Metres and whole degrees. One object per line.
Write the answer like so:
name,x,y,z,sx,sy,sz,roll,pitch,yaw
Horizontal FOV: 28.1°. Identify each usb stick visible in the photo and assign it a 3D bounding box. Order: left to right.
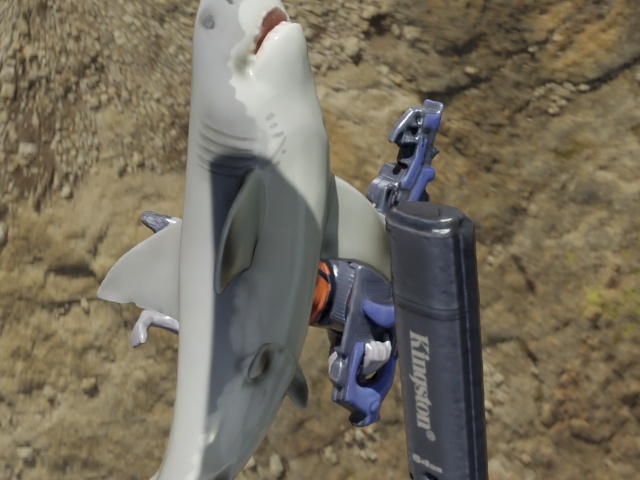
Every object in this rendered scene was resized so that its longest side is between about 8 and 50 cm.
usb stick,0.096,0.098,1.030,0.045,0.077,0.278,-35,128,-44

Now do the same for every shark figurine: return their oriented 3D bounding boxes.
shark figurine,-0.062,0.038,0.528,0.166,0.116,0.278,50,49,-49

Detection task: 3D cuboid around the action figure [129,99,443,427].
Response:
action figure,0.000,0.000,1.319,0.330,0.178,0.341,15,97,-29
